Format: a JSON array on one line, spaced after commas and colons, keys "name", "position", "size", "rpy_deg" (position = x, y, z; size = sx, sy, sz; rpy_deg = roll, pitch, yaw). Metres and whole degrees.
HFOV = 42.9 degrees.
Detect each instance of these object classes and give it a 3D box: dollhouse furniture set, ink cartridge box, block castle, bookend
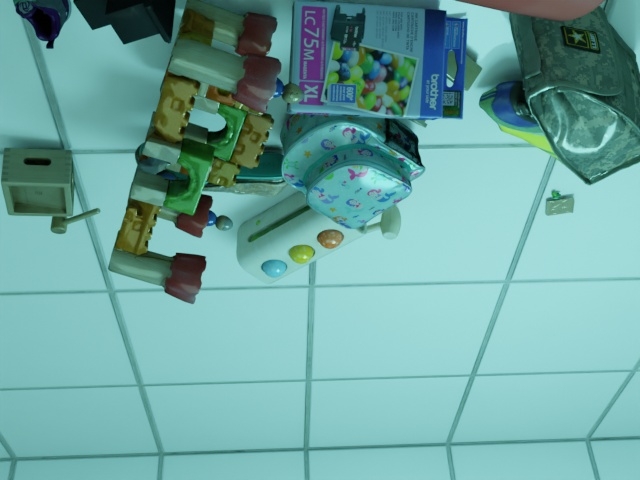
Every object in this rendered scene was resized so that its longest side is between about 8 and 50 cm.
[{"name": "dollhouse furniture set", "position": [0.179, -0.302, 1.505], "size": [0.144, 0.123, 0.151], "rpy_deg": [29, 97, -35]}, {"name": "ink cartridge box", "position": [0.103, -0.302, 1.382], "size": [0.311, 0.185, 0.065], "rpy_deg": [2, -176, -9]}, {"name": "block castle", "position": [-0.190, -0.150, 1.378], "size": [0.213, 0.303, 0.453], "rpy_deg": [16, 119, -14]}, {"name": "bookend", "position": [-0.314, -0.365, 1.278], "size": [0.156, 0.157, 0.072], "rpy_deg": [-14, 141, 12]}]

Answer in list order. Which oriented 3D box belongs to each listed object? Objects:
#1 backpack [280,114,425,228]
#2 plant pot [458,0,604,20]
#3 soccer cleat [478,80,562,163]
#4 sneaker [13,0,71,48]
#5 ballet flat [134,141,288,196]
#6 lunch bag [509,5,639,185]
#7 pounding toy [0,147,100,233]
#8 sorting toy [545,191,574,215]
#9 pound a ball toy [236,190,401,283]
[{"name": "backpack", "position": [0.049, -0.156, 1.566], "size": [0.253, 0.191, 0.225], "rpy_deg": [34, 130, -32]}, {"name": "plant pot", "position": [0.297, -0.445, 1.159], "size": [0.243, 0.274, 0.275], "rpy_deg": [13, 140, -33]}, {"name": "soccer cleat", "position": [0.422, -0.227, 1.595], "size": [0.289, 0.093, 0.121], "rpy_deg": [27, 164, -39]}, {"name": "sneaker", "position": [-0.457, -0.407, 1.259], "size": [0.083, 0.098, 0.223], "rpy_deg": [-13, 142, 12]}, {"name": "ballet flat", "position": [-0.216, -0.131, 1.639], "size": [0.316, 0.107, 0.106], "rpy_deg": [7, 155, -13]}, {"name": "lunch bag", "position": [0.437, -0.275, 1.390], "size": [0.169, 0.235, 0.287], "rpy_deg": [-27, 138, 35]}, {"name": "pounding toy", "position": [-0.543, -0.100, 1.665], "size": [0.181, 0.094, 0.206], "rpy_deg": [1, 152, -14]}, {"name": "sorting toy", "position": [0.538, -0.085, 1.826], "size": [0.062, 0.012, 0.083], "rpy_deg": [-5, 146, 9]}, {"name": "pound a ball toy", "position": [0.000, 0.000, 1.794], "size": [0.319, 0.135, 0.208], "rpy_deg": [-27, 136, 28]}]
